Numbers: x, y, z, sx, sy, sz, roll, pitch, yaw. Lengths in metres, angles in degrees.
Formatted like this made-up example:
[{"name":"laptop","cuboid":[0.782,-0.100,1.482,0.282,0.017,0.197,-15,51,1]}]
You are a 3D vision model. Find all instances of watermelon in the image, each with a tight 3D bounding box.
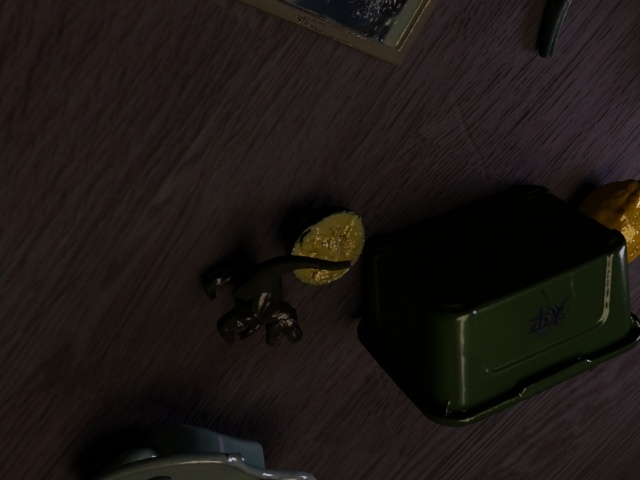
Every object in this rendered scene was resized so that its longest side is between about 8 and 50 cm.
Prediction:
[{"name":"watermelon","cuboid":[0.000,0.000,1.025,0.105,0.062,0.105,-19,129,-26]}]

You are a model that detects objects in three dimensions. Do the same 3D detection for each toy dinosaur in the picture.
[{"name":"toy dinosaur","cuboid":[-0.041,0.055,1.017,0.179,0.087,0.187,-27,158,5]}]

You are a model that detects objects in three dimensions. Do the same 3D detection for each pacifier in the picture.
[{"name":"pacifier","cuboid":[-0.161,0.391,1.127,0.288,0.269,0.343,-30,140,30]}]

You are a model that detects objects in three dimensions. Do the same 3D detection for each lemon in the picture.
[{"name":"lemon","cuboid":[0.428,-0.024,1.246,0.114,0.114,0.155,1,126,-34]}]

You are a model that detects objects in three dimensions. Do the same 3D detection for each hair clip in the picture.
[{"name":"hair clip","cuboid":[0.298,-0.314,0.972,0.070,0.039,0.229,1,130,-33]}]

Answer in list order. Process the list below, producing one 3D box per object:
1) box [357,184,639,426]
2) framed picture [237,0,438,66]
[{"name":"box","cuboid":[0.228,0.065,1.112,0.329,0.253,0.177,-19,121,-20]},{"name":"framed picture","cuboid":[0.072,-0.344,0.803,0.247,0.022,0.335,13,119,-39]}]
